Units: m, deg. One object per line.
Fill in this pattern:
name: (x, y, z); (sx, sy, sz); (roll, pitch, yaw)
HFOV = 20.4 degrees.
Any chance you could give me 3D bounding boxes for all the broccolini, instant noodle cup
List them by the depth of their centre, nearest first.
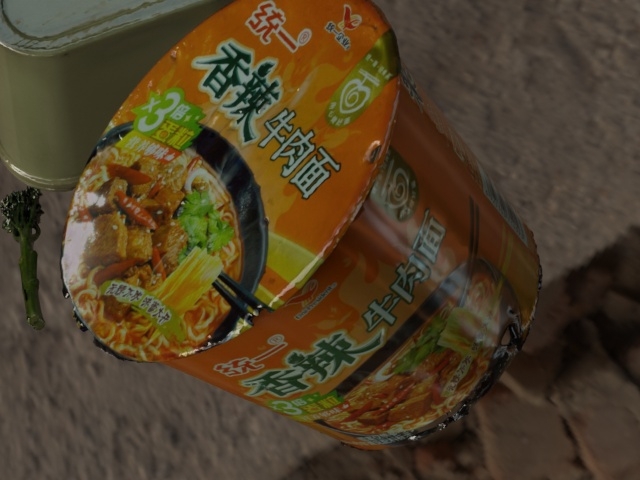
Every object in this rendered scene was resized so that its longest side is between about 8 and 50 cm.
instant noodle cup: (0.000, 0.000, 0.977); (0.230, 0.230, 0.182); (-51, 130, 1)
broccolini: (-0.256, 0.012, 1.581); (0.042, 0.218, 0.044); (-9, 119, -11)

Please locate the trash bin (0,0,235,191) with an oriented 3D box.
trash bin: (-0.171, -0.164, 1.531); (0.243, 0.247, 0.121); (-21, 71, -14)
